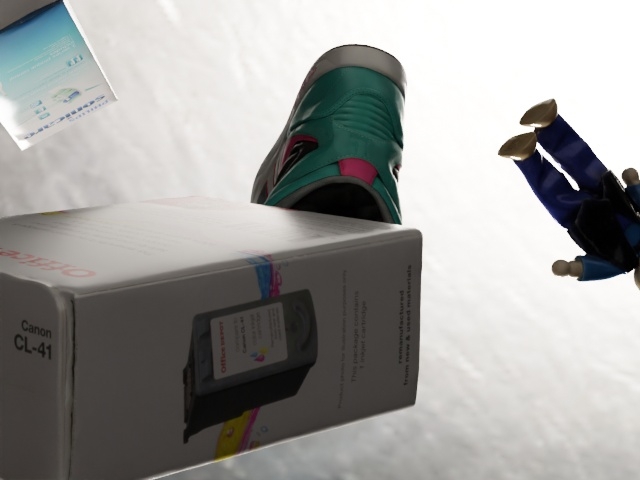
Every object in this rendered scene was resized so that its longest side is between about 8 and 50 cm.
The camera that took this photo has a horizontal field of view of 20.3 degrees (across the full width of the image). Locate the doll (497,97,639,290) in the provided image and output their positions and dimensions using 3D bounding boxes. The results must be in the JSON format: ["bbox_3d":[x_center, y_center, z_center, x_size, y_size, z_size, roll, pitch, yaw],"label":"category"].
[{"bbox_3d":[0.222,-0.021,1.448,0.189,0.129,0.046,45,151,-18],"label":"doll"}]

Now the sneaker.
[{"bbox_3d":[0.000,0.000,1.473,0.124,0.178,0.295,13,139,-4],"label":"sneaker"}]

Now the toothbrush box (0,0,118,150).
[{"bbox_3d":[-0.329,-0.247,1.819,0.126,0.216,0.295,-28,165,-4],"label":"toothbrush box"}]

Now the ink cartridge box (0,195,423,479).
[{"bbox_3d":[-0.113,0.054,1.142,0.226,0.131,0.306,11,-165,42],"label":"ink cartridge box"}]
